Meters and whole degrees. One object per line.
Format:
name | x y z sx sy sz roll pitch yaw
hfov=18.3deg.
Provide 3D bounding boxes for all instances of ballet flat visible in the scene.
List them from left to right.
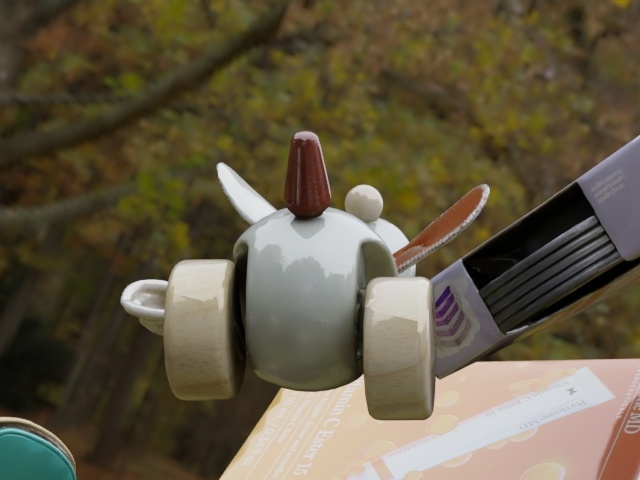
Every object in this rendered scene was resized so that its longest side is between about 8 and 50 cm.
ballet flat | -0.264 0.147 1.416 0.073 0.080 0.232 30 2 34

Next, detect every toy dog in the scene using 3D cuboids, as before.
toy dog | 0.000 0.000 1.226 0.220 0.161 0.333 1 10 -12

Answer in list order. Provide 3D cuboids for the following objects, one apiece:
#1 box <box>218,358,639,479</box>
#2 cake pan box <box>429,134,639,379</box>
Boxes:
box | 0.111 0.218 1.532 0.345 0.215 0.168 -3 -61 27
cake pan box | 0.209 -0.013 1.347 0.267 0.245 0.070 -18 73 -53
